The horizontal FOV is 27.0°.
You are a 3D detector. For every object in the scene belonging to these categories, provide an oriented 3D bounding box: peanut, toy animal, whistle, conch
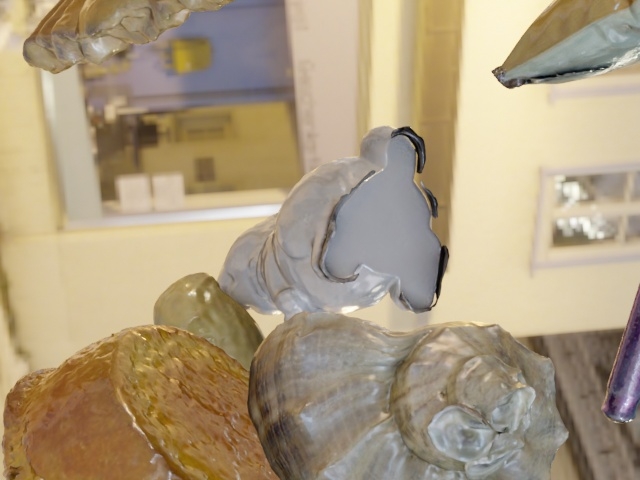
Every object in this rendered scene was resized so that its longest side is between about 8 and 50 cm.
[{"bbox_3d":[-0.119,0.188,1.740,0.318,0.148,0.147,61,4,-24],"label":"peanut"},{"bbox_3d":[0.000,0.000,1.693,0.357,0.194,0.257,-6,-124,61],"label":"toy animal"},{"bbox_3d":[0.274,0.072,1.125,0.033,0.033,0.176,-112,-146,-69],"label":"whistle"},{"bbox_3d":[0.052,0.157,0.974,0.291,0.210,0.159,130,-30,-50],"label":"conch"}]

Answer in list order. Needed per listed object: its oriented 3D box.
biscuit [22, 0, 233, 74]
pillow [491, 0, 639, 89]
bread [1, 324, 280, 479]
[{"bbox_3d":[-0.054,-0.137,0.589,0.033,0.144,0.224,45,-21,-23],"label":"biscuit"},{"bbox_3d":[0.359,-0.258,1.337,0.312,0.310,0.119,-28,-94,40],"label":"pillow"},{"bbox_3d":[-0.125,0.208,1.149,0.312,0.172,0.312,43,15,-14],"label":"bread"}]
